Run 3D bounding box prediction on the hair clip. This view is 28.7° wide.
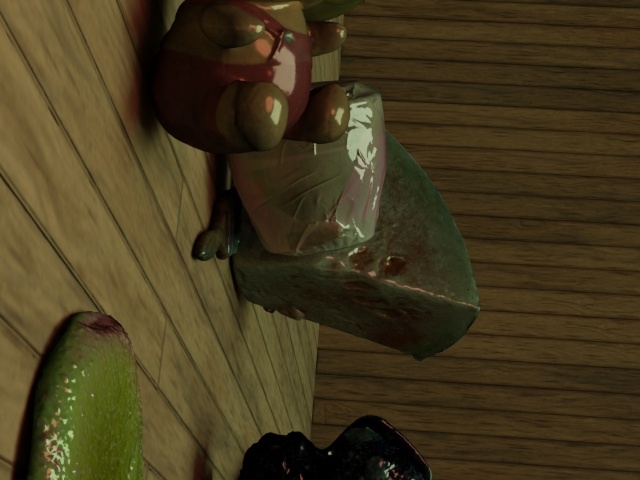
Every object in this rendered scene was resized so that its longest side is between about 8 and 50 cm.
[{"bbox_3d":[-0.025,0.318,1.269,0.194,0.206,0.310,10,100,-82],"label":"hair clip"}]

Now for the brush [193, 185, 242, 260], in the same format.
[{"bbox_3d":[-0.101,-0.007,1.239,0.196,0.021,0.070,-68,159,-77],"label":"brush"}]

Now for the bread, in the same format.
[{"bbox_3d":[-0.136,0.154,0.745,0.228,0.033,0.228,2,90,-87],"label":"bread"}]

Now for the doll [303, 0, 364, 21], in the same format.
[{"bbox_3d":[-0.008,-0.325,1.318,0.260,0.161,0.177,20,93,-84],"label":"doll"}]

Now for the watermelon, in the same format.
[{"bbox_3d":[0.000,0.000,1.488,0.258,0.387,0.228,-25,157,-40],"label":"watermelon"}]

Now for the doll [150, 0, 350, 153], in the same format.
[{"bbox_3d":[-0.048,-0.191,0.905,0.196,0.152,0.256,-157,-115,-80],"label":"doll"}]

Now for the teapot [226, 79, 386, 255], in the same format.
[{"bbox_3d":[-0.033,-0.068,1.294,0.163,0.221,0.178,-19,106,-47],"label":"teapot"}]
